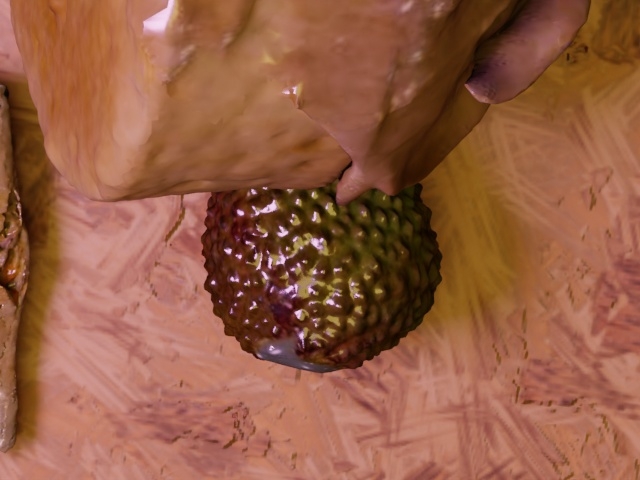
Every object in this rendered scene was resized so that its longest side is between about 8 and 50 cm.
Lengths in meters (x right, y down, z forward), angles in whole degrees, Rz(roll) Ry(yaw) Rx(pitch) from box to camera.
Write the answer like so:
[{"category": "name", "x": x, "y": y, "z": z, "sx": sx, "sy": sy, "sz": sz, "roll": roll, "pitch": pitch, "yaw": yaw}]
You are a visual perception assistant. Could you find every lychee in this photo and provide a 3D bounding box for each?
[{"category": "lychee", "x": 0.000, "y": 0.000, "z": 1.093, "sx": 0.171, "sy": 0.171, "sz": 0.171, "roll": 1, "pitch": 106, "yaw": 3}]

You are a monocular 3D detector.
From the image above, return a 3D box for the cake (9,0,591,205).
[{"category": "cake", "x": 0.001, "y": -0.186, "z": 0.974, "sx": 0.321, "sy": 0.332, "sz": 0.332, "roll": -5, "pitch": 108, "yaw": -21}]

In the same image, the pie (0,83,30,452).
[{"category": "pie", "x": -0.260, "y": 0.021, "z": 1.152, "sx": 0.128, "sy": 0.068, "sz": 0.282, "roll": 1, "pitch": 107, "yaw": -9}]
